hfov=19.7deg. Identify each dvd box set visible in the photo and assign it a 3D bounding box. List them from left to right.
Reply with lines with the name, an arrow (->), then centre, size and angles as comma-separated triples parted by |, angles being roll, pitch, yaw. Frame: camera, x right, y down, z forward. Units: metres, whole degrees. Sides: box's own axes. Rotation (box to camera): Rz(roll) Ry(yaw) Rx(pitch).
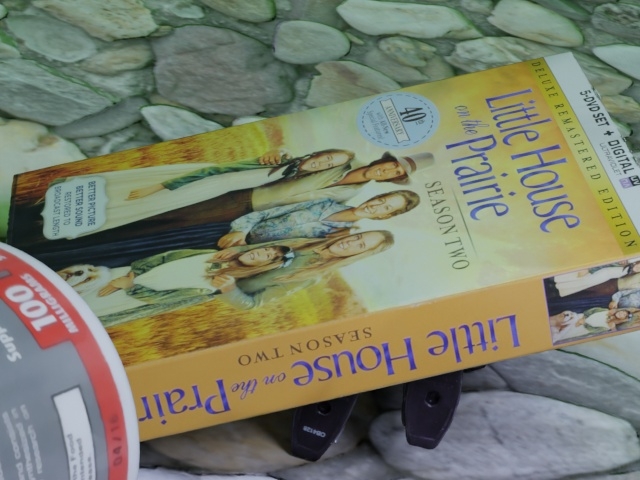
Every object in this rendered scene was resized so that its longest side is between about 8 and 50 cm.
dvd box set -> 0.000, 0.000, 1.220 | 0.421, 0.062, 0.307 | -12, 29, 1

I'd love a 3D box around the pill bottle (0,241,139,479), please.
pill bottle -> -0.262, 0.126, 0.840 | 0.210, 0.210, 0.363 | 25, 21, 22

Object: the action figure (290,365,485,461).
action figure -> 0.050, 0.048, 1.294 | 0.185, 0.099, 0.285 | 8, 24, 5
